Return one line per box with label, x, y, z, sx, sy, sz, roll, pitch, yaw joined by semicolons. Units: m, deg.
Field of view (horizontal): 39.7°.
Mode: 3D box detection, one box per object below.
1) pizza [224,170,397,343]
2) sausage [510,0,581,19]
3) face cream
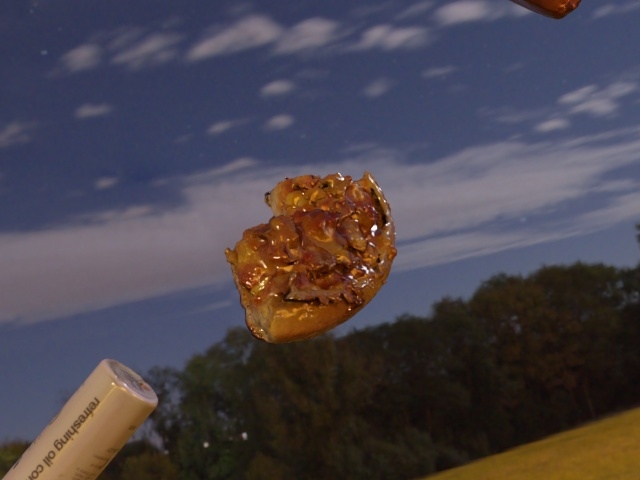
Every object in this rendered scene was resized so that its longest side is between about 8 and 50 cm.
pizza;0.000;0.000;0.917;0.085;0.161;0.305;-61;-1;38
sausage;0.209;-0.390;1.163;0.094;0.348;0.097;1;-60;-58
face cream;-0.332;0.290;1.095;0.311;0.092;0.092;-50;-14;1
